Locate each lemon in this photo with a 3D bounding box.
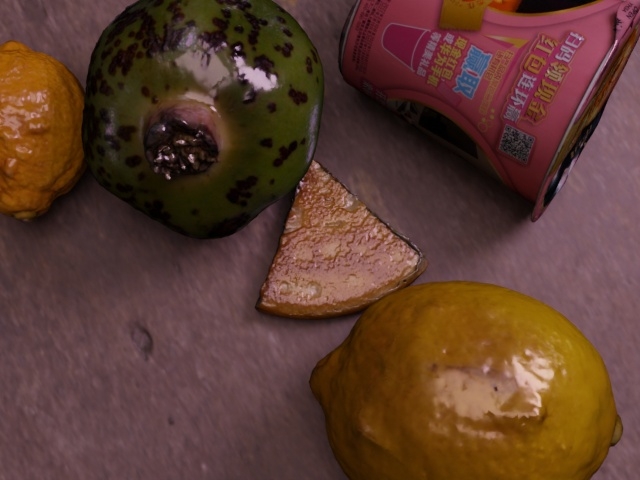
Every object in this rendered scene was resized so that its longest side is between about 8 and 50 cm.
[{"bbox_3d":[0.131,0.151,0.940,0.288,0.233,0.234,7,78,3],"label":"lemon"},{"bbox_3d":[-0.301,-0.110,1.036,0.142,0.142,0.187,-6,82,-2],"label":"lemon"}]

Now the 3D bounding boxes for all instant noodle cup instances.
[{"bbox_3d":[0.163,-0.179,1.024,0.255,0.244,0.244,29,79,14],"label":"instant noodle cup"}]

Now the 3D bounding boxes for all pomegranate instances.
[{"bbox_3d":[-0.117,-0.122,0.985,0.254,0.270,0.254,2,115,4],"label":"pomegranate"}]

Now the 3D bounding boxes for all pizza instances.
[{"bbox_3d":[0.000,0.000,1.068,0.184,0.036,0.176,-26,78,-4],"label":"pizza"}]
